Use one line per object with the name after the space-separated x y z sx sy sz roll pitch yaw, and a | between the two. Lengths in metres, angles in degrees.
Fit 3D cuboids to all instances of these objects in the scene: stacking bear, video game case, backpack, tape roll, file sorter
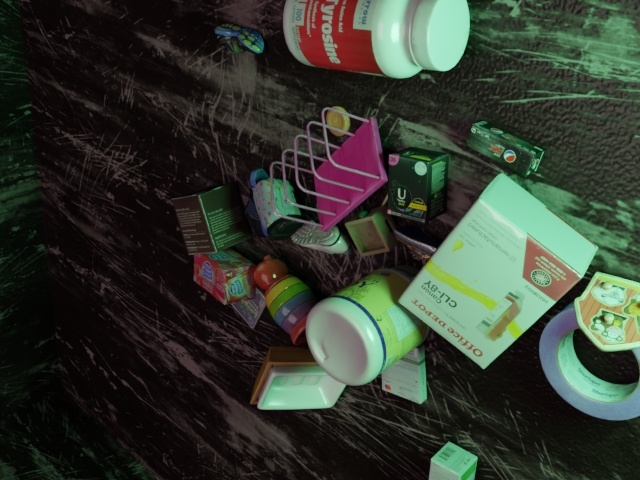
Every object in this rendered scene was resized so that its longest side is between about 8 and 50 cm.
-0.106 0.178 2.181 0.289 0.164 0.175 50 136 22 | stacking bear
-0.272 0.197 2.437 0.190 0.022 0.173 46 134 19 | video game case
-0.130 -0.107 2.081 0.152 0.115 0.182 -34 66 39 | backpack
0.646 0.264 1.543 0.275 0.090 0.275 20 121 38 | tape roll
0.009 -0.191 1.825 0.290 0.182 0.202 -40 48 46 | file sorter

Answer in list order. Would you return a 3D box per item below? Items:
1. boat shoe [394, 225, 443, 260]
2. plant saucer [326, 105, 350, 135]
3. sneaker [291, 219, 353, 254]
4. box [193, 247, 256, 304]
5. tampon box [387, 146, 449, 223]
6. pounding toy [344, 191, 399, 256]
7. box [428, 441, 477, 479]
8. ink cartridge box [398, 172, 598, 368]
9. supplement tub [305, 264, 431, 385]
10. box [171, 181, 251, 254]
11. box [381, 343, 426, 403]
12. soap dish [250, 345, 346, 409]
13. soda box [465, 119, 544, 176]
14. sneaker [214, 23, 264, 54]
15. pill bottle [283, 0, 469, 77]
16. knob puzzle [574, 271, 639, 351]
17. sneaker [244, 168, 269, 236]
0.271 0.021 1.807 0.183 0.066 0.066 28 127 32 | boat shoe
0.048 -0.334 1.899 0.083 0.013 0.083 20 122 36 | plant saucer
0.000 0.000 2.047 0.095 0.090 0.235 37 168 -34 | sneaker
-0.333 0.112 2.335 0.257 0.122 0.128 27 119 51 | box
0.248 -0.144 1.729 0.120 0.101 0.161 17 119 37 | tampon box
0.155 -0.047 1.881 0.130 0.100 0.141 -14 109 47 | pounding toy
0.383 0.661 1.962 0.102 0.101 0.087 22 123 36 | box
0.405 0.082 1.606 0.279 0.160 0.385 39 132 8 | ink cartridge box
0.149 0.215 1.818 0.241 0.331 0.241 19 121 36 | supplement tub
-0.368 -0.074 2.300 0.167 0.168 0.203 -5 104 45 | box
0.244 0.377 2.014 0.145 0.038 0.186 12 115 41 | box
-0.063 0.438 2.175 0.118 0.291 0.229 -106 30 -43 | soap dish
0.423 -0.214 1.565 0.169 0.053 0.060 35 130 28 | soda box
-0.237 -0.592 2.029 0.188 0.067 0.078 27 146 31 | sneaker
0.128 -0.506 1.590 0.407 0.229 0.229 19 120 37 | pill bottle
0.631 0.153 1.429 0.213 0.213 0.030 21 147 36 | knob puzzle
-0.207 -0.119 2.190 0.090 0.081 0.232 6 114 34 | sneaker
